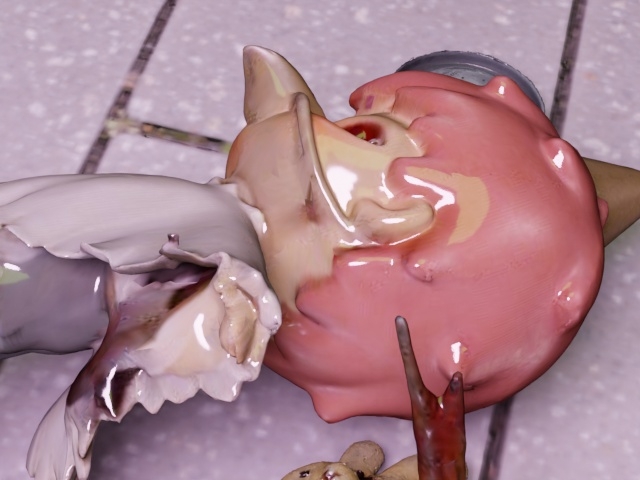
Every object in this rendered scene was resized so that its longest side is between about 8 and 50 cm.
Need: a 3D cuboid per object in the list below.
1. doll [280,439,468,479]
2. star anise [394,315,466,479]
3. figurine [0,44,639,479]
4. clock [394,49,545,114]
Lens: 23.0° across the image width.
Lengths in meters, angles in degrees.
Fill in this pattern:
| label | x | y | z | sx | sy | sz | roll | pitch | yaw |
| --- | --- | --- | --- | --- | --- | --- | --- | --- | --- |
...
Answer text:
| label | x | y | z | sx | sy | sz | roll | pitch | yaw |
| --- | --- | --- | --- | --- | --- | --- | --- | --- | --- |
| doll | 0.019 | 0.110 | 0.639 | 0.093 | 0.051 | 0.061 | 9 | 35 | -40 |
| star anise | 0.045 | 0.121 | 0.553 | 0.140 | 0.144 | 0.158 | 36 | 50 | 4 |
| figurine | 0.000 | 0.000 | 0.625 | 0.387 | 0.207 | 0.166 | -14 | 84 | -19 |
| clock | 0.074 | -0.066 | 0.815 | 0.085 | 0.017 | 0.085 | 4 | 47 | -4 |
